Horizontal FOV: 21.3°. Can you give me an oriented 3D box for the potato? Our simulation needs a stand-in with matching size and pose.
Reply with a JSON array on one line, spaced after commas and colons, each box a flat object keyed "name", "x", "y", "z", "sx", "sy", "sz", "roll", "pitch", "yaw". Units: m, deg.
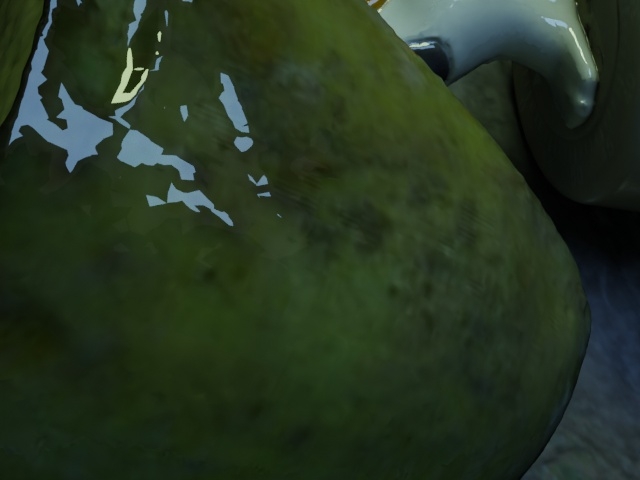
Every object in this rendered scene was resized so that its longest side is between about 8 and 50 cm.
[{"name": "potato", "x": 0.000, "y": 0.000, "z": 0.590, "sx": 0.255, "sy": 0.112, "sz": 0.269, "roll": 24, "pitch": 66, "yaw": -21}]

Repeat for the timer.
[{"name": "timer", "x": 0.057, "y": -0.092, "z": 0.735, "sx": 0.266, "sy": 0.175, "sz": 0.175, "roll": -2, "pitch": 56, "yaw": -15}]
